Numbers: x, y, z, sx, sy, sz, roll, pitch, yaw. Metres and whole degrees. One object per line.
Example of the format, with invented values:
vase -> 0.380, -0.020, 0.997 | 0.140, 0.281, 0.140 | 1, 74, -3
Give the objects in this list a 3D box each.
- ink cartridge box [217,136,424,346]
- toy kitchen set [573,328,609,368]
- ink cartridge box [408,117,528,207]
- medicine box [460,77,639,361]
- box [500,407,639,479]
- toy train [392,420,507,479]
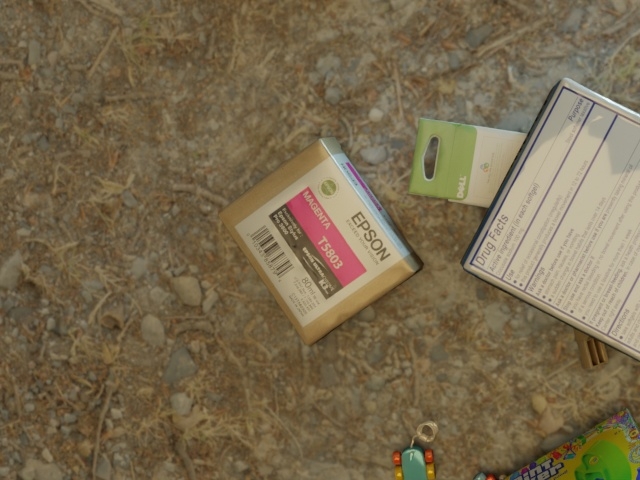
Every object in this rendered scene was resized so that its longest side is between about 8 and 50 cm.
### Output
ink cartridge box -> 0.000, 0.000, 1.550 | 0.193, 0.088, 0.235 | -36, 86, 14
toy kitchen set -> 0.402, 0.129, 1.485 | 0.068, 0.083, 0.075 | -16, 92, -28
ink cartridge box -> 0.234, -0.099, 1.500 | 0.209, 0.062, 0.109 | 10, 95, 11
medicine box -> 0.361, -0.015, 1.364 | 0.289, 0.149, 0.264 | 28, 91, 8
box -> 0.342, 0.415, 1.395 | 0.290, 0.279, 0.177 | -34, 106, 13
toy train -> 0.183, 0.336, 1.563 | 0.166, 0.046, 0.125 | 44, 101, 3
